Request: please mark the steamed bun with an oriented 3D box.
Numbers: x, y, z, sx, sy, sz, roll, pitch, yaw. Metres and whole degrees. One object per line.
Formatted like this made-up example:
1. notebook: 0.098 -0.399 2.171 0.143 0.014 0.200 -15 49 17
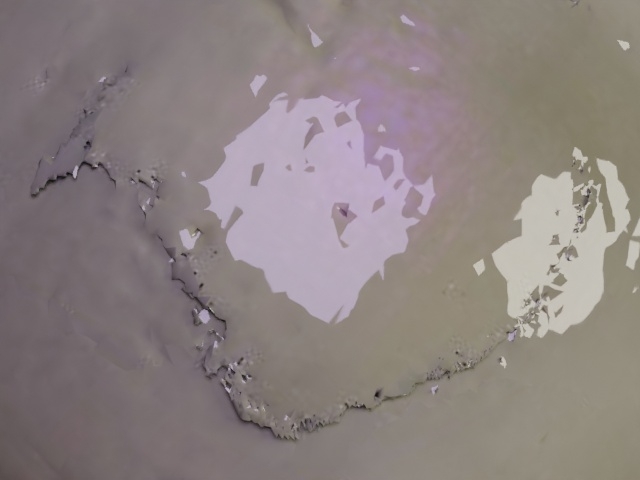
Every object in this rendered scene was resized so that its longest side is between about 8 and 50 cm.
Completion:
1. steamed bun: 0.000 0.000 0.622 0.334 0.233 0.312 23 62 6
